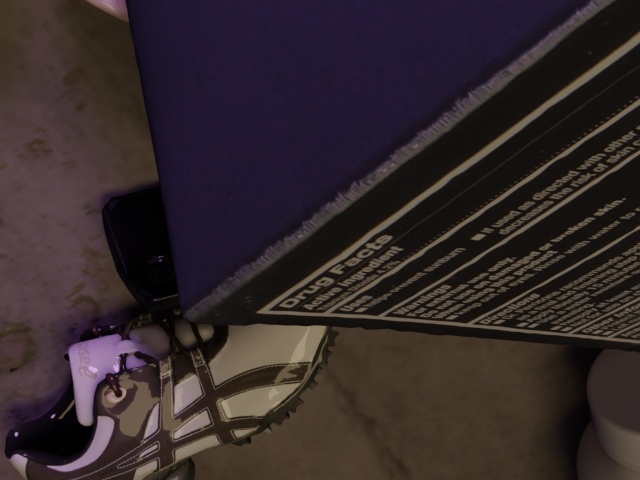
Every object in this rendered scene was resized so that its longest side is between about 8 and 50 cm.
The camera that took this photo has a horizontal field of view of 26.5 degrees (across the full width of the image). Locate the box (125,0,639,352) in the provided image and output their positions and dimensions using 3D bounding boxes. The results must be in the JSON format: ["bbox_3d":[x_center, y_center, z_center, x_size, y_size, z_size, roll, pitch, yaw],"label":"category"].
[{"bbox_3d":[0.133,-0.099,0.476,0.294,0.182,0.296,7,149,-39],"label":"box"}]

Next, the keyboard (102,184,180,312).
[{"bbox_3d":[0.000,0.000,0.641,0.192,0.100,0.038,-15,139,-11],"label":"keyboard"}]

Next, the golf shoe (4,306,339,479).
[{"bbox_3d":[-0.071,0.065,0.665,0.094,0.077,0.198,36,102,-34],"label":"golf shoe"}]

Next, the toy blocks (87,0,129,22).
[{"bbox_3d":[-0.078,-0.171,0.527,0.123,0.054,0.148,22,110,-31],"label":"toy blocks"}]

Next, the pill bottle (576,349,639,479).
[{"bbox_3d":[0.219,0.158,0.805,0.124,0.124,0.221,-25,125,-5],"label":"pill bottle"}]
